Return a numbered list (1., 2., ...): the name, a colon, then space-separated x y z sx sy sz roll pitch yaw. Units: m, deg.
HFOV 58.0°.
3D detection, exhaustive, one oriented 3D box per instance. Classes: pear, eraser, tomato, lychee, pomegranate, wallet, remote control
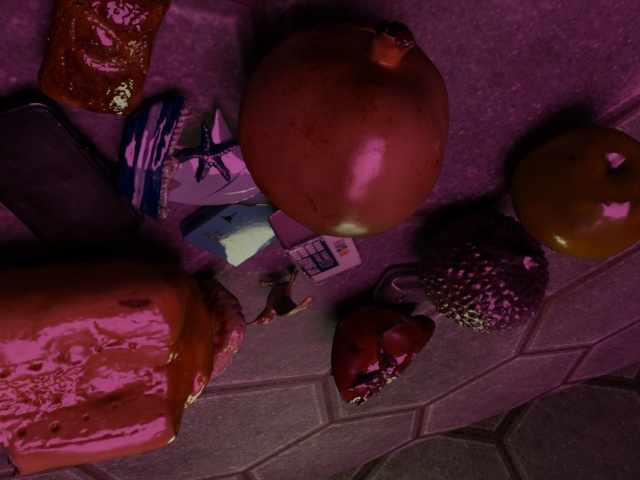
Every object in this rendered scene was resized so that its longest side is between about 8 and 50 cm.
1. pear: 0.543 -0.096 1.202 0.294 0.294 0.294 -15 145 -11
2. eraser: 0.000 0.000 1.121 0.130 0.086 0.287 -26 162 1
3. tomato: 0.113 0.264 1.510 0.309 0.170 0.309 -45 -175 5
4. lychee: 0.373 0.078 1.325 0.300 0.300 0.300 -15 145 -11
5. pomegranate: 0.039 -0.162 0.810 0.319 0.319 0.319 -15 145 -11
6. wallet: -0.402 -0.085 0.877 0.172 0.045 0.318 -19 146 1
7. remote control: 0.304 0.118 1.526 0.335 0.065 0.128 -3 139 -26

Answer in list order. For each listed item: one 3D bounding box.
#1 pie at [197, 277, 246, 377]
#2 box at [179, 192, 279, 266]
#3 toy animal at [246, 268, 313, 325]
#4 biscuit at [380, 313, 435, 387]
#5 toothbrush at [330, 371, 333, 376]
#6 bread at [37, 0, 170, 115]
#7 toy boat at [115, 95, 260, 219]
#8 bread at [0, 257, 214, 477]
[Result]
1. pie: -0.239 0.183 1.211 0.084 0.179 0.205 4 131 -41
2. box: -0.123 -0.047 1.085 0.229 0.041 0.162 -33 145 16
3. toy animal: -0.108 0.131 1.294 0.155 0.095 0.219 -17 176 -8
4. biscuit: 0.209 0.310 1.599 0.257 0.049 0.273 -48 -177 -24
5. toothbrush: 0.179 0.366 1.827 0.321 0.023 0.031 -23 139 -1
6. bread: -0.257 -0.242 0.694 0.132 0.103 0.172 8 138 -31
7. toy boat: -0.176 -0.134 0.899 0.291 0.070 0.210 -14 137 -9
8. bread: -0.391 0.199 1.041 0.394 0.250 0.361 -7 111 -19
